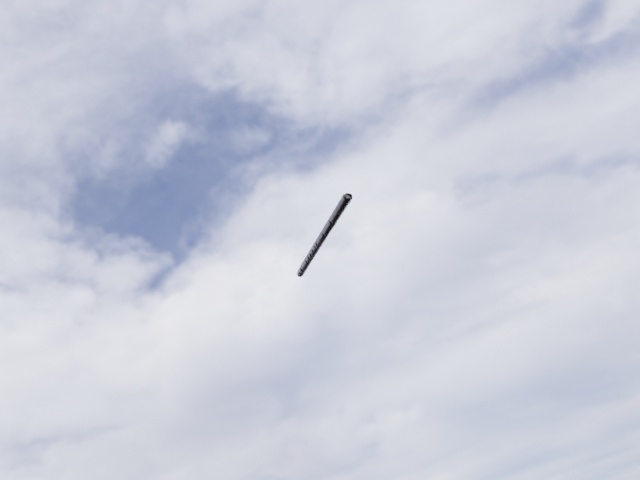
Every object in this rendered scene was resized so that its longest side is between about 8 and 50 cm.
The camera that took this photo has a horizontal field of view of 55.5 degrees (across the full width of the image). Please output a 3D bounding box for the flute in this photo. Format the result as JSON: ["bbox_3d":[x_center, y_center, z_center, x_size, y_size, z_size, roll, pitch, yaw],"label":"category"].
[{"bbox_3d":[0.000,0.000,0.841,0.014,0.014,0.269,-9,-20,-19],"label":"flute"}]
